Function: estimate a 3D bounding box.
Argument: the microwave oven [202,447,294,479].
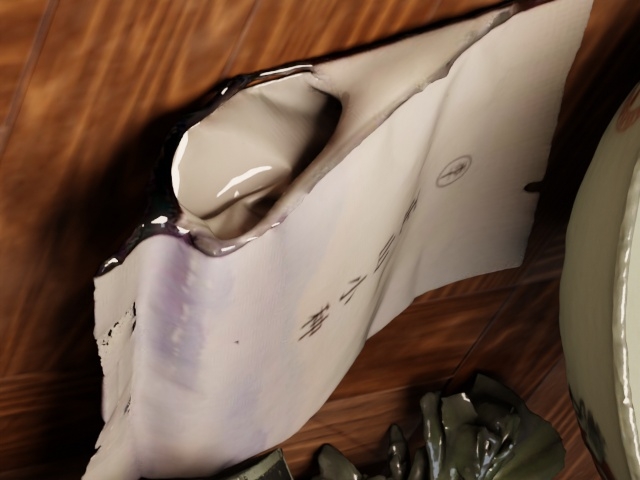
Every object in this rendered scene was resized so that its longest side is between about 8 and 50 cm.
[{"bbox_3d":[-0.066,0.185,0.813,0.163,0.129,0.205,-23,176,3],"label":"microwave oven"}]

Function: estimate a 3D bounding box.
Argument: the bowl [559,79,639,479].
[{"bbox_3d":[0.217,0.025,0.805,0.337,0.337,0.157,-11,-172,-30],"label":"bowl"}]

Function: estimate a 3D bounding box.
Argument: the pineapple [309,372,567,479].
[{"bbox_3d":[0.006,0.202,0.986,0.310,0.141,0.170,-43,121,11],"label":"pineapple"}]

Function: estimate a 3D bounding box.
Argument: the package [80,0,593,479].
[{"bbox_3d":[0.000,0.000,0.738,0.251,0.062,0.204,-31,155,-26],"label":"package"}]
